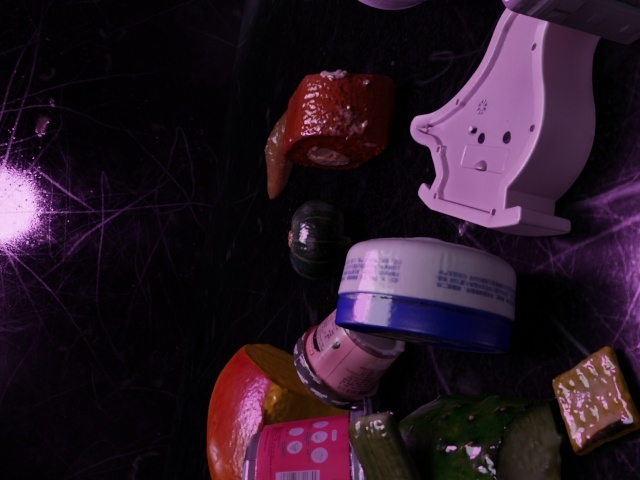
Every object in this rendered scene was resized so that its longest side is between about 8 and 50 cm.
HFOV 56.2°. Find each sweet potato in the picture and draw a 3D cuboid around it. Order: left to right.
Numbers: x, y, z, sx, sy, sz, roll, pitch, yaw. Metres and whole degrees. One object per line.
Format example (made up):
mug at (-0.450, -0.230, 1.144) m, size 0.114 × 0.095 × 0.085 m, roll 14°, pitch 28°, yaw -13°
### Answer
sweet potato at (-0.098, -0.263, 1.635) m, size 0.114 × 0.092 × 0.341 m, roll 63°, pitch 142°, yaw 33°

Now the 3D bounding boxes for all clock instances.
clock at (0.218, -0.154, 0.758) m, size 0.290 × 0.080 × 0.275 m, roll -156°, pitch 78°, yaw -68°

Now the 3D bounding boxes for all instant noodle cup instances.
instant noodle cup at (-0.009, 0.352, 0.828) m, size 0.302 × 0.182 × 0.258 m, roll -50°, pitch -44°, yaw -85°

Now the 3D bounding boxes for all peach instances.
peach at (-0.090, 0.374, 1.092) m, size 0.380 × 0.243 × 0.305 m, roll 35°, pitch 109°, yaw 68°

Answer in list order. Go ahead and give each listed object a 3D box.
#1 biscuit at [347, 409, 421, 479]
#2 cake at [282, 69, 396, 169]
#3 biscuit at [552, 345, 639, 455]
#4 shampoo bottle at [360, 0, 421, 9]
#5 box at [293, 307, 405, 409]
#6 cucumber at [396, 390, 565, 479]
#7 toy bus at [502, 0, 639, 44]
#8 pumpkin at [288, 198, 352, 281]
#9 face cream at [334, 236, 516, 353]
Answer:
biscuit at (0.112, 0.345, 0.657) m, size 0.099 × 0.038 × 0.322 m, roll -38°, pitch 73°, yaw 61°
cake at (0.024, -0.231, 1.170) m, size 0.283 × 0.177 × 0.150 m, roll 172°, pitch 107°, yaw -70°
biscuit at (0.262, 0.154, 0.574) m, size 0.083 × 0.018 × 0.081 m, roll 123°, pitch 150°, yaw -45°
shampoo bottle at (0.135, -0.490, 0.867) m, size 0.266 × 0.273 × 0.272 m, roll 172°, pitch 108°, yaw -78°
box at (0.052, 0.169, 0.953) m, size 0.135 × 0.151 × 0.151 m, roll -56°, pitch 30°, yaw 32°
cucumber at (0.147, 0.254, 0.720) m, size 0.325 × 0.105 × 0.145 m, roll 143°, pitch 132°, yaw -65°
toy bus at (0.251, -0.243, 0.580) m, size 0.057 × 0.172 × 0.072 m, roll 140°, pitch 131°, yaw -60°
pumpkin at (-0.003, -0.001, 1.202) m, size 0.167 × 0.125 × 0.167 m, roll 179°, pitch 90°, yaw -72°
face cream at (0.125, 0.066, 0.714) m, size 0.206 × 0.206 × 0.111 m, roll 160°, pitch 123°, yaw -67°
